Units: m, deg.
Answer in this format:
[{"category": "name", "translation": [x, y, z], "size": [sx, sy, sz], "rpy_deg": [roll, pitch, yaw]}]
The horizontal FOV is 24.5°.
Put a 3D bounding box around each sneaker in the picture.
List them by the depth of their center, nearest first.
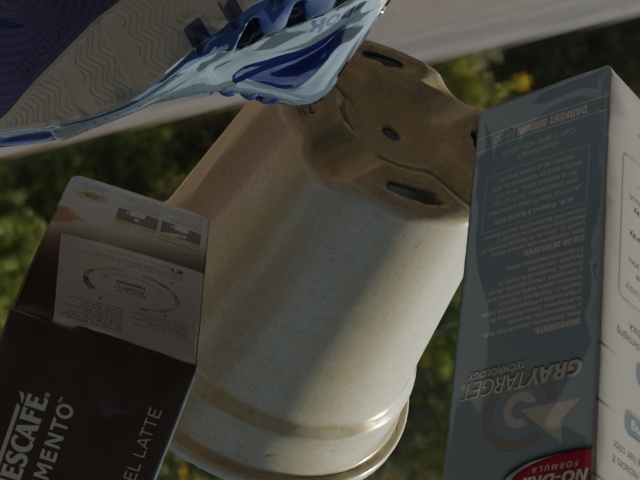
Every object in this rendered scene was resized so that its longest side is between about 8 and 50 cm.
[{"category": "sneaker", "translation": [-0.072, -0.132, 0.965], "size": [0.315, 0.127, 0.182], "rpy_deg": [-24, 160, -1]}]

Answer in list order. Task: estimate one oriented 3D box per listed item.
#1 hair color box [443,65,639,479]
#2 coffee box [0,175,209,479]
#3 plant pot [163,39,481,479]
[{"category": "hair color box", "translation": [0.182, 0.095, 0.969], "size": [0.113, 0.374, 0.185], "rpy_deg": [-18, 139, 36]}, {"category": "coffee box", "translation": [-0.133, 0.069, 0.848], "size": [0.098, 0.141, 0.246], "rpy_deg": [19, -165, -8]}, {"category": "plant pot", "translation": [0.000, 0.000, 1.305], "size": [0.334, 0.334, 0.305], "rpy_deg": [-20, 152, -47]}]
